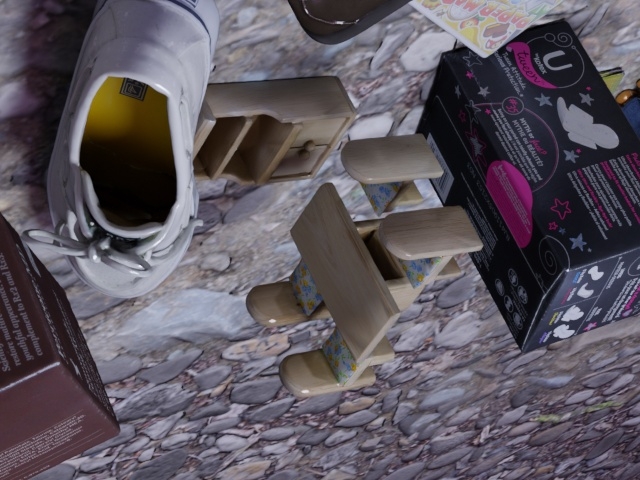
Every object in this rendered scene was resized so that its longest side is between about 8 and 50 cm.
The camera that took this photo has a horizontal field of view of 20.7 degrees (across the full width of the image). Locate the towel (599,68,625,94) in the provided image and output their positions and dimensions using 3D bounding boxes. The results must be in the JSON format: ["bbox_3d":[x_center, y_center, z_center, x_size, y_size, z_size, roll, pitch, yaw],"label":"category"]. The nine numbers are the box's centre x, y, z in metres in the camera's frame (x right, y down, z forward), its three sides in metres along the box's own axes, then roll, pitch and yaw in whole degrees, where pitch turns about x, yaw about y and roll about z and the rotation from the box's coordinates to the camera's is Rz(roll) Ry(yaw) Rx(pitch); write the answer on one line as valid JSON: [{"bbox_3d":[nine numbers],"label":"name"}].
[{"bbox_3d":[0.275,-0.146,1.797,0.060,0.009,0.083,-16,153,-24],"label":"towel"}]

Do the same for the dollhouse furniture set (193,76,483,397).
[{"bbox_3d":[-0.020,-0.013,1.492,0.161,0.242,0.212,-7,148,-35],"label":"dollhouse furniture set"}]

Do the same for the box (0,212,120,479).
[{"bbox_3d":[-0.300,0.107,1.534,0.167,0.168,0.203,-25,155,-2],"label":"box"}]

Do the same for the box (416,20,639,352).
[{"bbox_3d":[0.211,-0.050,1.637,0.142,0.247,0.163,-16,153,-19],"label":"box"}]

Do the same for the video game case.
[{"bbox_3d":[0.171,-0.253,1.476,0.206,0.026,0.227,-36,154,18],"label":"video game case"}]

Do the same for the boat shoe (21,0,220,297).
[{"bbox_3d":[-0.155,-0.034,1.373,0.135,0.156,0.367,17,142,-5],"label":"boat shoe"}]

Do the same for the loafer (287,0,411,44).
[{"bbox_3d":[0.062,-0.229,1.350,0.220,0.080,0.078,-36,154,19],"label":"loafer"}]

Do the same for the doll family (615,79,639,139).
[{"bbox_3d":[0.381,-0.110,1.787,0.118,0.163,0.263,0,143,-44],"label":"doll family"}]
